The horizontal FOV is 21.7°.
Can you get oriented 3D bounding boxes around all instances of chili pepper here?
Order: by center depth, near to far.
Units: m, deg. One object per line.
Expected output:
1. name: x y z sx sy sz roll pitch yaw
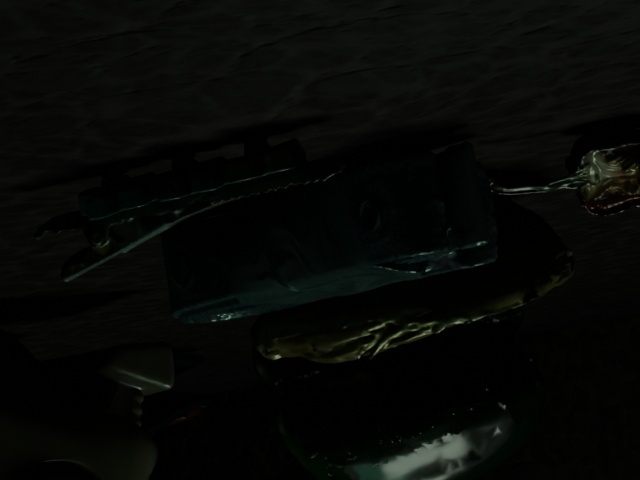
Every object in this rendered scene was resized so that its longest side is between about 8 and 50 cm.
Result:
1. chili pepper: 0.228 -0.055 1.003 0.268 0.059 0.050 -12 -149 -4
2. chili pepper: 0.081 0.128 1.596 0.257 0.233 0.248 -19 -172 5

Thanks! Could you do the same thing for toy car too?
1. toy car: -0.314 0.148 1.385 0.336 0.226 0.242 25 157 -27

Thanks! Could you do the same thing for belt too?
1. belt: 0.000 0.000 1.032 0.087 0.072 0.302 1 170 -36

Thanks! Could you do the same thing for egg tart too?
1. egg tart: 0.061 0.020 1.189 0.232 0.098 0.252 -15 -178 -44

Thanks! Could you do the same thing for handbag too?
1. handbag: -0.326 0.222 2.178 0.303 0.121 0.329 -12 174 14

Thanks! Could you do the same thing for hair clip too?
1. hair clip: -0.072 -0.023 0.858 0.173 0.049 0.049 -18 171 19
